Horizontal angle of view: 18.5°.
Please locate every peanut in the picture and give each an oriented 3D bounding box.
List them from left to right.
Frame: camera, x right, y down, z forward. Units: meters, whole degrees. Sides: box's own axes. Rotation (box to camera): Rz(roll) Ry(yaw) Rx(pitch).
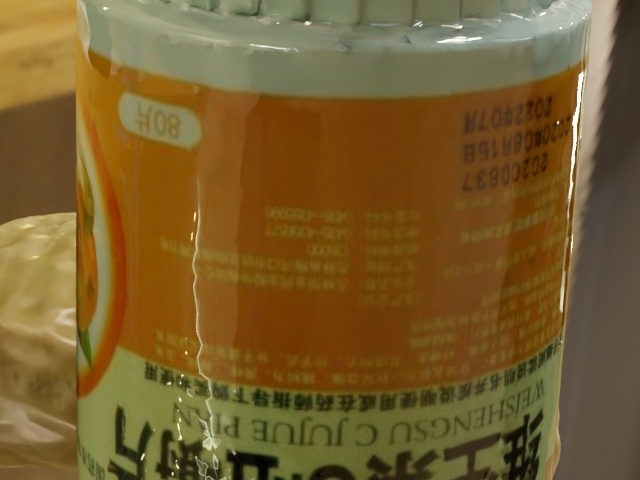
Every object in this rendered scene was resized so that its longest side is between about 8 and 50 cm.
[{"bbox_3d":[-0.044,0.062,0.866,0.147,0.305,0.147,-166,90,-78],"label":"peanut"}]

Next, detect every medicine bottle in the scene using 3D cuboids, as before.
[{"bbox_3d":[0.000,0.018,0.624,0.158,0.158,0.318,-22,-60,-50],"label":"medicine bottle"}]
